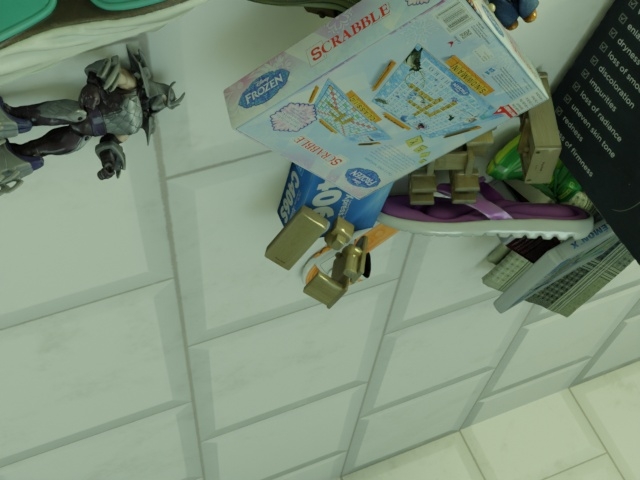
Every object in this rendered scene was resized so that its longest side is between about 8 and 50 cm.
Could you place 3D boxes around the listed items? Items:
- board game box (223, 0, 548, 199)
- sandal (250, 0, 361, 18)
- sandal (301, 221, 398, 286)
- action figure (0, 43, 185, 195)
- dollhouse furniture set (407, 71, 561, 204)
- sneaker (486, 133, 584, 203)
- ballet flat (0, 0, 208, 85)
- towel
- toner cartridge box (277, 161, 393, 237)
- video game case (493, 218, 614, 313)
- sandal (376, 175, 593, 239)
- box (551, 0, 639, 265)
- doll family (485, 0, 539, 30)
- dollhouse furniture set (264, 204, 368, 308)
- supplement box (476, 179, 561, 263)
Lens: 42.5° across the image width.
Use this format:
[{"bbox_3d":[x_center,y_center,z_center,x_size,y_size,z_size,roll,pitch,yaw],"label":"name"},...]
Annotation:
[{"bbox_3d":[0.095,-0.190,1.073,0.318,0.065,0.319,-27,153,23],"label":"board game box"},{"bbox_3d":[0.004,-0.321,0.984,0.303,0.120,0.086,1,-176,-36],"label":"sandal"},{"bbox_3d":[0.077,0.032,1.613,0.265,0.076,0.102,-37,149,19],"label":"sandal"},{"bbox_3d":[-0.302,-0.143,1.021,0.285,0.099,0.185,-20,142,-19],"label":"action figure"},{"bbox_3d":[0.264,-0.187,1.394,0.242,0.160,0.212,-1,148,1],"label":"dollhouse furniture set"},{"bbox_3d":[0.445,-0.139,1.577,0.296,0.123,0.109,-2,144,-34],"label":"sneaker"},{"bbox_3d":[-0.249,-0.255,0.874,0.400,0.139,0.139,-21,151,0],"label":"ballet flat"},{"bbox_3d":[0.580,0.034,1.947,0.312,0.056,0.324,21,125,-28],"label":"towel"},{"bbox_3d":[0.047,-0.137,1.320,0.165,0.075,0.347,-12,148,-23],"label":"toner cartridge box"},{"bbox_3d":[0.530,0.027,1.699,0.300,0.036,0.329,-28,164,-16],"label":"video game case"},{"bbox_3d":[0.296,-0.073,1.516,0.417,0.169,0.102,2,107,-8],"label":"sandal"},{"bbox_3d":[0.665,-0.200,1.289,0.298,0.479,0.471,-13,149,-26],"label":"box"},{"bbox_3d":[0.220,-0.324,1.109,0.263,0.118,0.163,-36,149,17],"label":"doll family"},{"bbox_3d":[0.000,0.000,1.402,0.151,0.123,0.144,31,126,-15],"label":"dollhouse furniture set"},{"bbox_3d":[0.420,-0.033,1.723,0.073,0.130,0.239,-38,148,20],"label":"supplement box"}]
